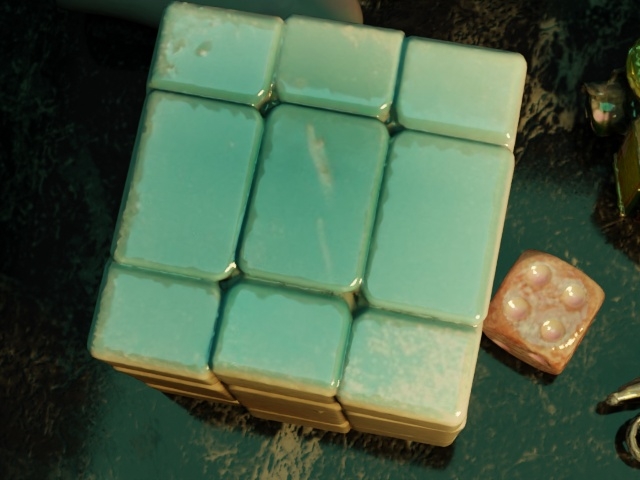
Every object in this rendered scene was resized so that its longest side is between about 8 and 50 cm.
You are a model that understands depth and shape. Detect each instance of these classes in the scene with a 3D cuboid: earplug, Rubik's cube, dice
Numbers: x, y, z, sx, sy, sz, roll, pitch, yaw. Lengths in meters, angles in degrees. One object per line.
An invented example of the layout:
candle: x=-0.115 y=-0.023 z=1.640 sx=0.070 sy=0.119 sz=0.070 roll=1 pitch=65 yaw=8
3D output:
earplug: x=-0.100 y=-0.260 z=1.418 sx=0.301 sy=0.172 sz=0.172 roll=23 pitch=80 yaw=2
Rubik's cube: x=0.000 y=0.000 z=1.262 sx=0.316 sy=0.319 sz=0.322 roll=11 pitch=79 yaw=5
dice: x=0.215 y=0.069 z=1.346 sx=0.091 sy=0.094 sz=0.093 roll=30 pitch=82 yaw=13

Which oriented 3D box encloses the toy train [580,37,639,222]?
toy train: x=0.390 y=-0.116 z=1.353 sx=0.261 sy=0.134 sz=0.177 roll=-5 pitch=78 yaw=3

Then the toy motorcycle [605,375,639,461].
toy motorcycle: x=0.368 y=0.134 z=1.336 sx=0.193 sy=0.061 sz=0.124 roll=-19 pitch=83 yaw=-7
